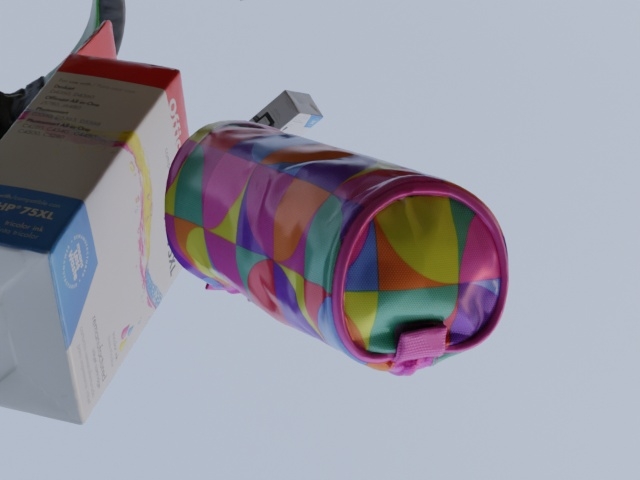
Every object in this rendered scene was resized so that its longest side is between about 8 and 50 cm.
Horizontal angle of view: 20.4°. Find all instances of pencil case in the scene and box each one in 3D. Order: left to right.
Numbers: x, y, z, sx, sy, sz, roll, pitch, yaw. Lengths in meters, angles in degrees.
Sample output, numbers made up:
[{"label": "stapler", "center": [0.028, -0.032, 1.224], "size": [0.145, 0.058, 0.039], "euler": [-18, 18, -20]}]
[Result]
[{"label": "pencil case", "center": [0.000, 0.000, 0.898], "size": [0.104, 0.236, 0.104], "euler": [-4, -79, -23]}]

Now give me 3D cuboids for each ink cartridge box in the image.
[{"label": "ink cartridge box", "center": [-0.137, -0.019, 1.074], "size": [0.078, 0.134, 0.231], "euler": [10, -139, 17]}, {"label": "ink cartridge box", "center": [-0.044, -0.099, 1.608], "size": [0.028, 0.083, 0.048], "euler": [58, -157, 16]}]

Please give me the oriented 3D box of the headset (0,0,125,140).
[{"label": "headset", "center": [-0.334, -0.159, 1.311], "size": [0.394, 0.243, 0.185], "euler": [-25, -140, 10]}]
